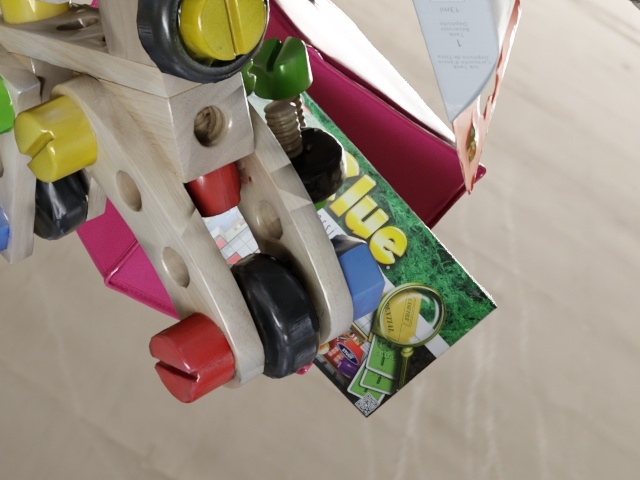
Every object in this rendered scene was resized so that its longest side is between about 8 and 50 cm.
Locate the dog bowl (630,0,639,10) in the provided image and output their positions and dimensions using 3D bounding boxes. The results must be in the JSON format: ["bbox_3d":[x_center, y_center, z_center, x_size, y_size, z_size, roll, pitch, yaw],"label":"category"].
[{"bbox_3d":[0.444,-0.394,1.725,0.150,0.408,0.408,30,-159,-4],"label":"dog bowl"}]

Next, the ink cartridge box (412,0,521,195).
[{"bbox_3d":[0.121,-0.171,1.087,0.066,0.232,0.189,2,-127,24],"label":"ink cartridge box"}]

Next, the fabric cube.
[{"bbox_3d":[-0.068,-0.088,1.421,0.254,0.259,0.258,31,-164,-44],"label":"fabric cube"}]

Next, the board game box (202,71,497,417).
[{"bbox_3d":[0.000,0.000,1.227,0.259,0.136,0.030,47,-176,-17],"label":"board game box"}]

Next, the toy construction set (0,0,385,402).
[{"bbox_3d":[-0.133,-0.065,0.767,0.309,0.237,0.257,-16,-147,-9],"label":"toy construction set"}]
